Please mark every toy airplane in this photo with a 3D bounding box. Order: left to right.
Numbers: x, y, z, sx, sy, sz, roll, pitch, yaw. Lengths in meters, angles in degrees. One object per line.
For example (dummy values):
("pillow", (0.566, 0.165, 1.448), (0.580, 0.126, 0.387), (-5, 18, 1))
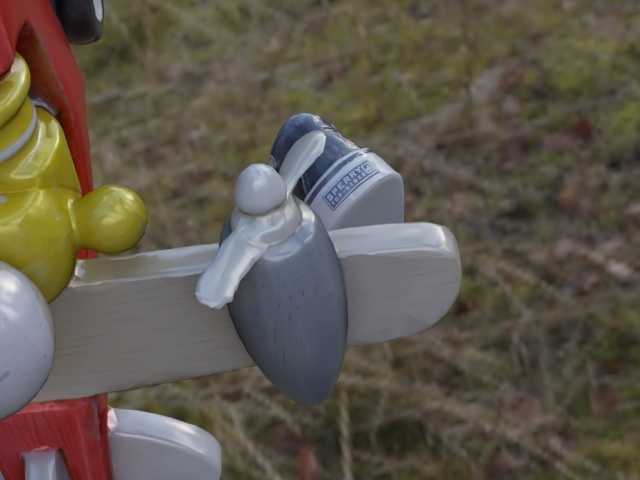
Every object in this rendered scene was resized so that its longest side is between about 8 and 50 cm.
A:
("toy airplane", (-0.176, 0.043, 1.049), (0.386, 0.384, 0.272), (-50, 12, 15))

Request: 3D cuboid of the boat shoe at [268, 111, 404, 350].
("boat shoe", (0.000, 0.000, 1.520), (0.108, 0.301, 0.102), (-39, 69, -15))
